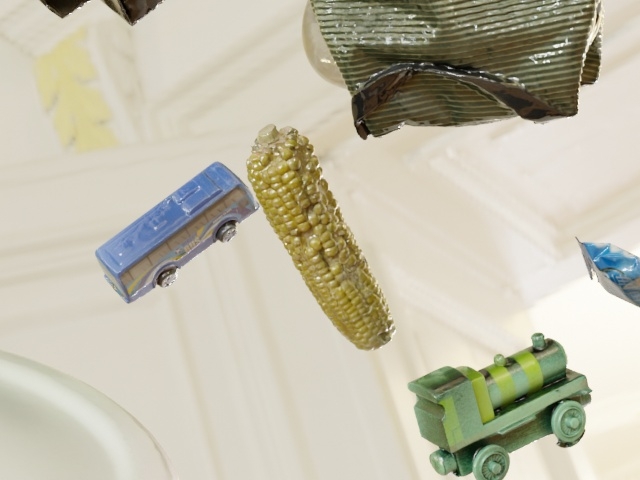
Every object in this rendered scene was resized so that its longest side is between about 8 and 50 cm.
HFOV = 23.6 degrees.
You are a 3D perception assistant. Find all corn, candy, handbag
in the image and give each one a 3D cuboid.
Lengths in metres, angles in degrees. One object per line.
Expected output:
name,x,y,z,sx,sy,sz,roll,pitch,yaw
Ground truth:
corn,0.000,0.000,1.742,0.086,0.086,0.288,-25,-74,12
candy,0.339,0.041,1.638,0.038,0.136,0.088,-53,-35,-21
handbag,0.172,-0.254,1.742,0.341,0.240,0.247,-4,20,23

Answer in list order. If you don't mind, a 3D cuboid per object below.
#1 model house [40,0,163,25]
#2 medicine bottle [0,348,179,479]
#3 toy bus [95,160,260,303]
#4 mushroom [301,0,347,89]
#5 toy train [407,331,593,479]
model house,-0.236,-0.322,1.309,0.204,0.243,0.211,-41,-30,-13
medicine bottle,-0.205,0.197,0.712,0.253,0.252,0.240,1,-65,-30
toy bus,-0.128,-0.009,1.376,0.153,0.051,0.061,-38,-31,-12
mushroom,0.063,-0.307,1.963,0.206,0.206,0.209,-16,-48,-3
toy train,0.201,0.178,1.654,0.200,0.083,0.132,-24,-71,-24
